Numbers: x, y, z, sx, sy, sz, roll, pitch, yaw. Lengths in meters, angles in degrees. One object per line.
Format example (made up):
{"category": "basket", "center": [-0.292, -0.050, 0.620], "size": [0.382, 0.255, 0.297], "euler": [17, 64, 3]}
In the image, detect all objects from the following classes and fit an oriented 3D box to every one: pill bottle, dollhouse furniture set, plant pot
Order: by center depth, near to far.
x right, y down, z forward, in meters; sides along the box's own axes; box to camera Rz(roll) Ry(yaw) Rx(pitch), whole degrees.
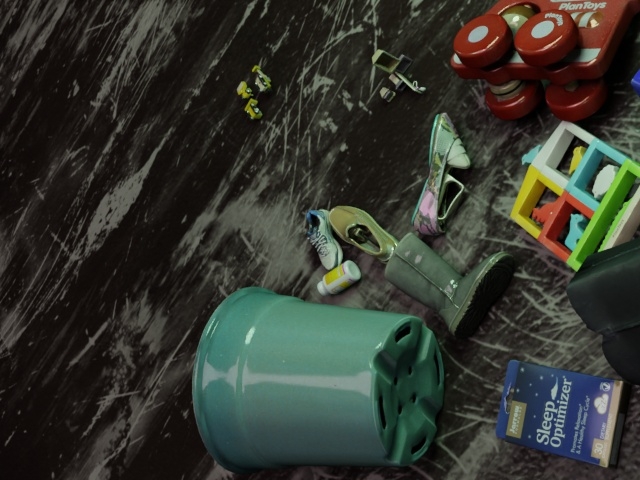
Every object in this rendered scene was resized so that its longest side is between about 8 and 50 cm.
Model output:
{"category": "plant pot", "center": [0.013, 0.250, 1.941], "size": [0.334, 0.341, 0.341], "euler": [-1, 78, 34]}
{"category": "dollhouse furniture set", "center": [0.138, -0.298, 2.093], "size": [0.091, 0.114, 0.081], "euler": [-52, 56, 16]}
{"category": "pill bottle", "center": [0.034, 0.075, 2.136], "size": [0.083, 0.043, 0.043], "euler": [-33, 59, 30]}

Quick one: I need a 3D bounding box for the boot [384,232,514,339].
{"category": "boot", "center": [0.223, 0.050, 1.969], "size": [0.189, 0.076, 0.208], "euler": [-55, 44, 14]}

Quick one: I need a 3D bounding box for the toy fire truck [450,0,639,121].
{"category": "toy fire truck", "center": [0.380, -0.348, 1.879], "size": [0.302, 0.169, 0.253], "euler": [8, 58, 44]}

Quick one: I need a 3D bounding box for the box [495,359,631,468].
{"category": "box", "center": [0.377, 0.273, 1.792], "size": [0.225, 0.037, 0.136], "euler": [7, 84, 43]}

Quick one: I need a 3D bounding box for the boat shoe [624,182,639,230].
{"category": "boat shoe", "center": [0.562, -0.096, 1.688], "size": [0.233, 0.084, 0.079], "euler": [-31, 61, 36]}

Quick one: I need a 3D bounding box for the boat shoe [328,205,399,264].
{"category": "boat shoe", "center": [0.072, -0.019, 2.107], "size": [0.190, 0.072, 0.068], "euler": [31, 101, 42]}

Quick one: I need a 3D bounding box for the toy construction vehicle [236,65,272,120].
{"category": "toy construction vehicle", "center": [-0.137, -0.316, 2.396], "size": [0.086, 0.035, 0.098], "euler": [-57, 46, 30]}

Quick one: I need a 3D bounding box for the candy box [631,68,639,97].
{"category": "candy box", "center": [0.650, -0.281, 1.591], "size": [0.268, 0.122, 0.317], "euler": [37, 89, 41]}

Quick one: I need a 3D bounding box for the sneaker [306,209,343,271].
{"category": "sneaker", "center": [0.000, 0.000, 2.176], "size": [0.052, 0.058, 0.135], "euler": [-33, 60, 31]}

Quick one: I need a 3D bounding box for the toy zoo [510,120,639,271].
{"category": "toy zoo", "center": [0.411, -0.075, 1.805], "size": [0.192, 0.030, 0.293], "euler": [-64, 31, 15]}

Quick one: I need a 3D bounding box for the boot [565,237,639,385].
{"category": "boot", "center": [0.603, 0.127, 1.520], "size": [0.445, 0.146, 0.366], "euler": [-26, 89, 38]}

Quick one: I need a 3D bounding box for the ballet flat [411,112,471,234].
{"category": "ballet flat", "center": [0.225, -0.115, 2.006], "size": [0.079, 0.077, 0.221], "euler": [15, 94, 24]}
